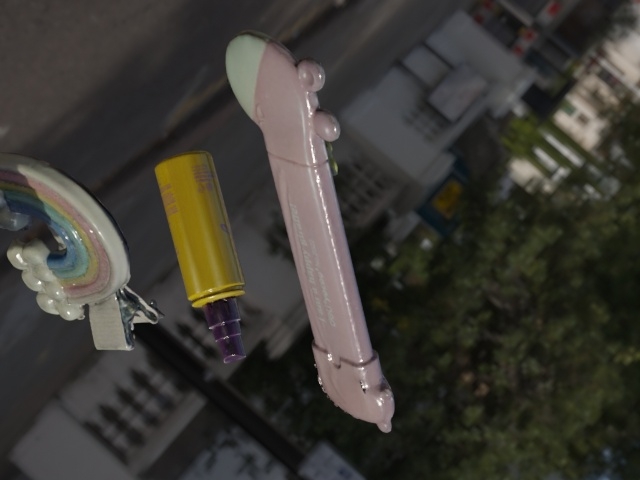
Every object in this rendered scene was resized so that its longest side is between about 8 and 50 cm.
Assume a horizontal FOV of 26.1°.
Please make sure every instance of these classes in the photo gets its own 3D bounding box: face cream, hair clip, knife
[{"bbox_3d":[-0.145,0.023,1.785,0.078,0.273,0.078,-15,171,-2],"label":"face cream"},{"bbox_3d":[-0.211,0.002,1.163,0.140,0.220,0.054,0,-140,38],"label":"hair clip"},{"bbox_3d":[0.001,0.000,1.220,0.038,0.132,0.398,-31,123,-30],"label":"knife"}]
